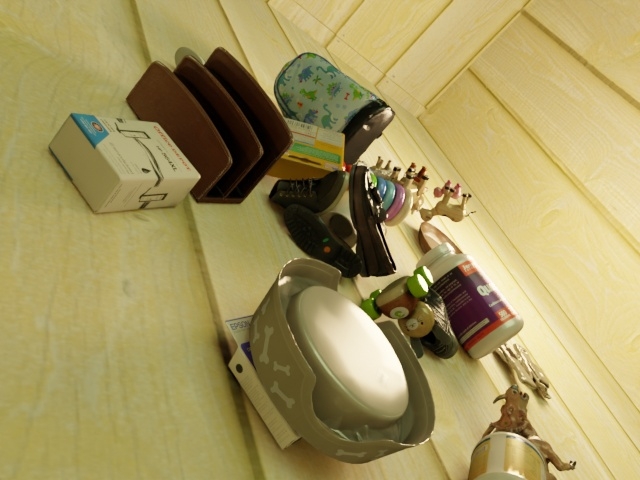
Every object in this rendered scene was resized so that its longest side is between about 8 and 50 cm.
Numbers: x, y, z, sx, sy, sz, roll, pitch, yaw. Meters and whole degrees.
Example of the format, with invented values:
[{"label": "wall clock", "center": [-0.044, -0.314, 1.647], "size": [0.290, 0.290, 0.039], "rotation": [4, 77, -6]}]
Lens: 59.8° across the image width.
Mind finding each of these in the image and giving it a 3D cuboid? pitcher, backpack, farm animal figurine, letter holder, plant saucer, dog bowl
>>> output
[{"label": "pitcher", "center": [0.062, -0.082, 1.496], "size": [0.178, 0.125, 0.207], "rotation": [49, 33, -1]}, {"label": "backpack", "center": [0.012, -0.442, 1.813], "size": [0.356, 0.290, 0.273], "rotation": [49, 9, 25]}, {"label": "farm animal figurine", "center": [0.361, -0.165, 2.072], "size": [0.326, 0.172, 0.330], "rotation": [7, 24, -32]}, {"label": "letter holder", "center": [-0.229, -0.260, 1.177], "size": [0.302, 0.214, 0.152], "rotation": [53, 24, 16]}, {"label": "plant saucer", "center": [0.457, 0.062, 2.015], "size": [0.310, 0.050, 0.311], "rotation": [36, 24, -19]}, {"label": "dog bowl", "center": [0.032, 0.194, 0.900], "size": [0.348, 0.102, 0.349], "rotation": [39, 24, -20]}]

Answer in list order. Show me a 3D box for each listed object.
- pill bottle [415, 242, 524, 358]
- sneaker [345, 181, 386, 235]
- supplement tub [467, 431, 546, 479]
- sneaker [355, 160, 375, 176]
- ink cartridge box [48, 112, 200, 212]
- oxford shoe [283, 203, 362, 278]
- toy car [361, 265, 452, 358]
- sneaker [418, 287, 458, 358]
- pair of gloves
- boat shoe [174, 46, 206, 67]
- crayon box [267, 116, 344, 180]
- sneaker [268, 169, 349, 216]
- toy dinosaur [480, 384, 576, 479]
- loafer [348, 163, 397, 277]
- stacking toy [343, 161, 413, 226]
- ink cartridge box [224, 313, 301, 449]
[{"label": "pill bottle", "center": [0.420, 0.167, 1.610], "size": [0.181, 0.181, 0.323], "rotation": [4, 47, -57]}, {"label": "sneaker", "center": [0.126, -0.086, 1.673], "size": [0.215, 0.084, 0.083], "rotation": [59, 22, 9]}, {"label": "supplement tub", "center": [0.345, 0.468, 1.033], "size": [0.144, 0.144, 0.199], "rotation": [47, 23, 5]}, {"label": "sneaker", "center": [0.145, -0.225, 1.923], "size": [0.081, 0.080, 0.211], "rotation": [44, 24, 4]}, {"label": "ink cartridge box", "center": [-0.331, -0.134, 0.962], "size": [0.148, 0.086, 0.203], "rotation": [50, 24, 11]}, {"label": "oxford shoe", "center": [0.000, 0.000, 1.331], "size": [0.227, 0.083, 0.096], "rotation": [45, 7, -8]}, {"label": "toy car", "center": [0.216, 0.182, 1.304], "size": [0.189, 0.155, 0.149], "rotation": [59, 24, 0]}, {"label": "sneaker", "center": [0.269, 0.189, 1.438], "size": [0.130, 0.087, 0.228], "rotation": [34, 30, -40]}, {"label": "pair of gloves", "center": [0.639, 0.401, 1.772], "size": [0.240, 0.042, 0.204], "rotation": [28, 25, -40]}, {"label": "boat shoe", "center": [-0.308, -0.434, 1.520], "size": [0.219, 0.077, 0.070], "rotation": [50, 23, -11]}, {"label": "crayon box", "center": [-0.043, -0.232, 1.520], "size": [0.202, 0.083, 0.323], "rotation": [15, 28, -4]}, {"label": "sneaker", "center": [-0.032, -0.116, 1.307], "size": [0.118, 0.222, 0.083], "rotation": [28, 55, -22]}, {"label": "toy dinosaur", "center": [0.441, 0.489, 1.206], "size": [0.200, 0.127, 0.296], "rotation": [32, 38, -13]}, {"label": "loafer", "center": [0.131, -0.044, 1.349], "size": [0.109, 0.095, 0.303], "rotation": [-59, 146, -54]}, {"label": "stacking toy", "center": [0.134, -0.174, 1.768], "size": [0.330, 0.141, 0.141], "rotation": [29, 28, -26]}, {"label": "ink cartridge box", "center": [-0.053, 0.212, 0.911], "size": [0.208, 0.045, 0.206], "rotation": [55, 24, 18]}]
